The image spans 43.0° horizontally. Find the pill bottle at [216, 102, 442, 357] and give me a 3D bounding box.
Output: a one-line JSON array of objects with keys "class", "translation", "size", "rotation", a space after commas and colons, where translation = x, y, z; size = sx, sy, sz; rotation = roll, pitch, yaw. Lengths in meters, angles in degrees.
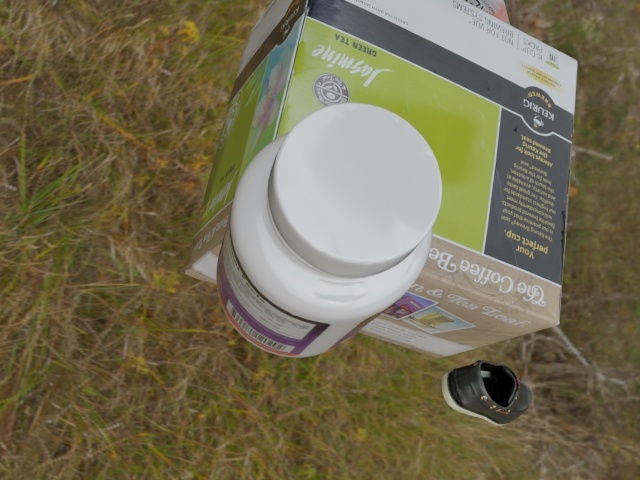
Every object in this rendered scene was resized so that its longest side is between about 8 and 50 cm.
[{"class": "pill bottle", "translation": [0.000, 0.000, 0.460], "size": [0.108, 0.193, 0.108], "rotation": [3, 73, -11]}]

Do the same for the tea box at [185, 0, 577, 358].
[{"class": "tea box", "translation": [0.072, -0.082, 0.872], "size": [0.329, 0.220, 0.323], "rotation": [21, 64, -20]}]

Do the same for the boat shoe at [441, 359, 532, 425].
[{"class": "boat shoe", "translation": [0.162, 0.138, 0.738], "size": [0.133, 0.042, 0.049], "rotation": [22, 51, -47]}]

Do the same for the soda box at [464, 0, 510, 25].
[{"class": "soda box", "translation": [0.212, -0.358, 1.114], "size": [0.183, 0.058, 0.063], "rotation": [58, 19, -45]}]
